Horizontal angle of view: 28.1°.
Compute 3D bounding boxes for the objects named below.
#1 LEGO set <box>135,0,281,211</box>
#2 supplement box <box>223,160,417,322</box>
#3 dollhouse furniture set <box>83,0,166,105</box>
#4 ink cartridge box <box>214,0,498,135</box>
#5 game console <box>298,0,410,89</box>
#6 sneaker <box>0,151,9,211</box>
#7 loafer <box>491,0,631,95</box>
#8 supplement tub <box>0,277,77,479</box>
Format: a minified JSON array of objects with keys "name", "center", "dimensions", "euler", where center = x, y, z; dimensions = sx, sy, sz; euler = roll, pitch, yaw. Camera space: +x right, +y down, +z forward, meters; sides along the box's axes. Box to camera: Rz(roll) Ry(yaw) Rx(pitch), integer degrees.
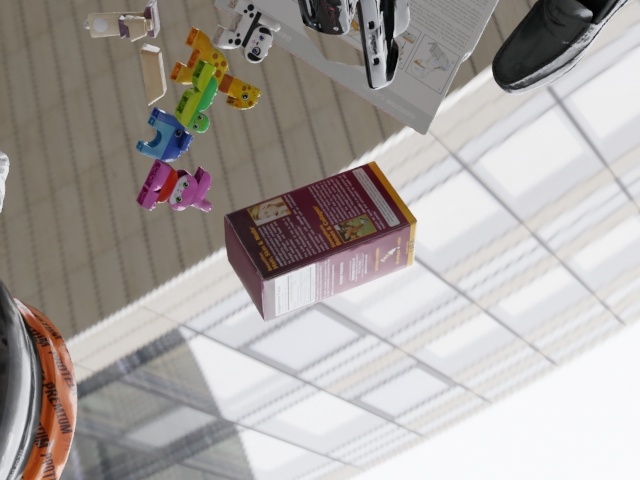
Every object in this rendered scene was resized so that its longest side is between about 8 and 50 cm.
[{"name":"LEGO set","center":[-0.104,-0.133,1.280],"dimensions":[0.227,0.093,0.087],"euler":[-63,-148,9]},{"name":"supplement box","center":[0.000,0.000,1.409],"dimensions":[0.188,0.081,0.104],"euler":[-21,-128,-17]},{"name":"dollhouse furniture set","center":[-0.221,-0.199,1.415],"dimensions":[0.081,0.114,0.091],"euler":[-3,-155,5]},{"name":"ink cartridge box","center":[0.046,-0.273,1.416],"dimensions":[0.275,0.060,0.239],"euler":[31,-107,-9]},{"name":"game console","center":[0.036,-0.231,1.028],"dimensions":[0.044,0.361,0.213],"euler":[13,-110,12]},{"name":"sneaker","center":[-0.523,-0.091,1.825],"dimensions":[0.090,0.232,0.115],"euler":[-20,-111,24]},{"name":"loafer","center":[0.245,-0.229,1.232],"dimensions":[0.223,0.078,0.076],"euler":[-43,-120,24]},{"name":"supplement tub","center":[-0.298,0.067,0.661],"dimensions":[0.207,0.338,0.207],"euler":[-11,-113,29]}]
